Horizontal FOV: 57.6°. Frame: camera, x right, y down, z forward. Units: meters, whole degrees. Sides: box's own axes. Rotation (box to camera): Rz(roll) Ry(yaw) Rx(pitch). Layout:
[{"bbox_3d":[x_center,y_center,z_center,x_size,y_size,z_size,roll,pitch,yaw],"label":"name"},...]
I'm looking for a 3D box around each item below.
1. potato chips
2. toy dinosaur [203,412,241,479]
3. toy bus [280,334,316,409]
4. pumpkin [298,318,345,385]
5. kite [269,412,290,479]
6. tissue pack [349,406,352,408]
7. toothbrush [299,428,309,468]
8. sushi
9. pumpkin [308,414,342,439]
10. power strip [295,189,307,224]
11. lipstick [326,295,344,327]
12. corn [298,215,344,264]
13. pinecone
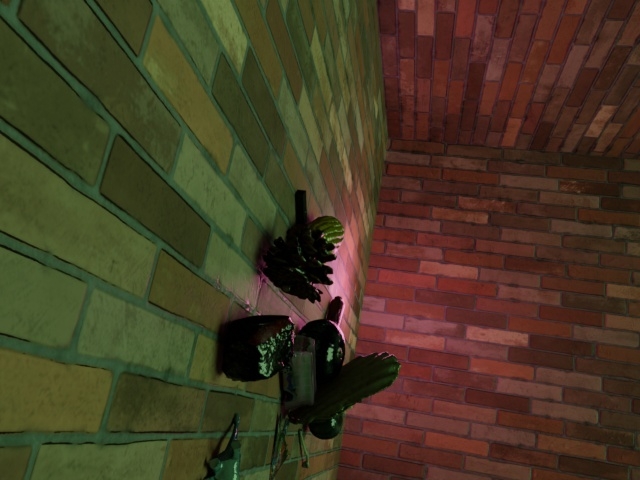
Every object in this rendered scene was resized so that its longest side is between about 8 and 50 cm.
[{"bbox_3d":[0.077,0.516,2.031,0.070,0.429,0.358,61,-8,-5],"label":"potato chips"},{"bbox_3d":[-0.214,0.527,1.293,0.144,0.076,0.329,93,-1,-56],"label":"toy dinosaur"},{"bbox_3d":[-0.073,0.429,1.866,0.090,0.112,0.274,-80,171,-55],"label":"toy bus"},{"bbox_3d":[-0.001,0.393,2.049,0.233,0.162,0.233,5,90,-76],"label":"pumpkin"},{"bbox_3d":[-0.134,0.709,1.948,0.321,0.016,0.234,85,16,-47],"label":"kite"},{"bbox_3d":[0.036,0.564,2.259,0.092,0.196,0.148,85,15,-52],"label":"tissue pack"},{"bbox_3d":[-0.065,0.842,2.344,0.026,0.028,0.294,-103,-172,-49],"label":"toothbrush"},{"bbox_3d":[-0.140,0.241,1.335,0.225,0.136,0.126,-1,89,-74],"label":"sushi"},{"bbox_3d":[0.024,0.712,2.401,0.211,0.151,0.212,3,90,-83],"label":"pumpkin"},{"bbox_3d":[-0.059,-0.102,1.802,0.038,0.029,0.111,-68,161,-54],"label":"power strip"},{"bbox_3d":[0.041,0.395,2.497,0.418,0.077,0.077,-72,164,-50],"label":"lipstick"},{"bbox_3d":[0.000,0.000,1.882,0.387,0.143,0.144,-33,129,-75],"label":"corn"},{"bbox_3d":[-0.045,0.055,1.513,0.208,0.207,0.208,7,90,-79],"label":"pinecone"}]
